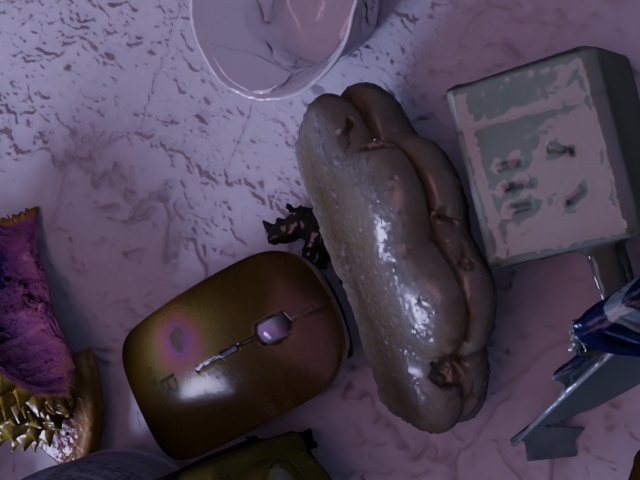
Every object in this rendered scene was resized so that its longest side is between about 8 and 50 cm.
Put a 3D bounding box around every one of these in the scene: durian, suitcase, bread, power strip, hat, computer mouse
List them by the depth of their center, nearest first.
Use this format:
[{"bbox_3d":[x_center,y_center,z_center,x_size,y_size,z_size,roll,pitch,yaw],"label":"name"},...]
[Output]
[{"bbox_3d":[0.218,-0.043,1.067,0.140,0.139,0.224,-14,87,27],"label":"power strip"},{"bbox_3d":[0.079,0.012,1.116,0.102,0.183,0.337,-18,87,-17],"label":"bread"},{"bbox_3d":[-0.019,-0.234,1.182,0.203,0.126,0.203,2,95,27],"label":"hat"},{"bbox_3d":[-0.060,0.293,1.183,0.143,0.235,0.194,-20,85,28],"label":"suitcase"},{"bbox_3d":[-0.102,0.124,1.260,0.310,0.072,0.158,-31,81,36],"label":"computer mouse"},{"bbox_3d":[-0.374,0.117,1.365,0.260,0.154,0.186,58,135,35],"label":"durian"},{"bbox_3d":[-0.293,0.177,1.399,0.154,0.054,0.136,36,111,15],"label":"bread"}]

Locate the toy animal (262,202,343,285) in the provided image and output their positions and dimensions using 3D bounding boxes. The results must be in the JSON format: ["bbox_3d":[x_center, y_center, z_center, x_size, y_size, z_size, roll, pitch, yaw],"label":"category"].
[{"bbox_3d":[0.000,0.000,1.238,0.136,0.047,0.065,20,98,26],"label":"toy animal"}]

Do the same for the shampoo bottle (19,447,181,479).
[{"bbox_3d":[-0.243,0.366,1.262,0.273,0.266,0.273,4,103,19],"label":"shampoo bottle"}]

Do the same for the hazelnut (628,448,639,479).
[{"bbox_3d":[0.337,0.256,1.020,0.178,0.178,0.204,-18,55,28],"label":"hazelnut"}]

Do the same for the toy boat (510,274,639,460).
[{"bbox_3d":[0.253,0.103,1.029,0.291,0.210,0.070,-39,54,25],"label":"toy boat"}]
